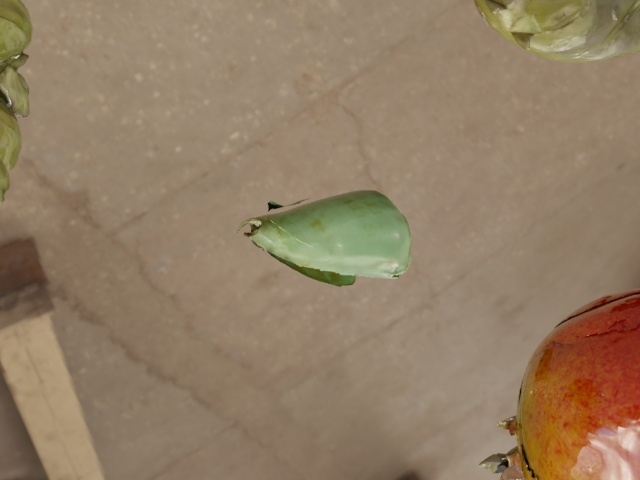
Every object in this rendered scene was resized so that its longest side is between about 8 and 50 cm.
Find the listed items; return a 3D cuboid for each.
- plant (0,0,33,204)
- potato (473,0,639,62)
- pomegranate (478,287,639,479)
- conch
[{"bbox_3d":[-0.272,-0.164,0.643,0.261,0.297,0.306,-61,166,12],"label":"plant"},{"bbox_3d":[0.248,-0.249,1.066,0.248,0.143,0.169,-3,110,-34],"label":"potato"},{"bbox_3d":[0.231,0.138,0.810,0.235,0.210,0.210,-27,160,38],"label":"pomegranate"},{"bbox_3d":[0.000,0.000,0.961,0.170,0.079,0.106,4,152,-32],"label":"conch"}]
